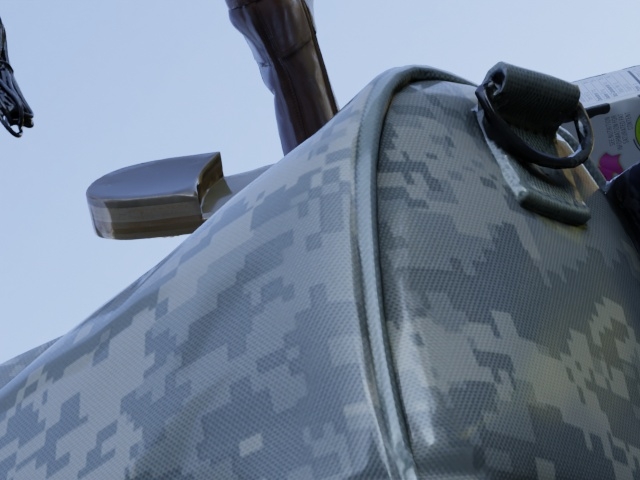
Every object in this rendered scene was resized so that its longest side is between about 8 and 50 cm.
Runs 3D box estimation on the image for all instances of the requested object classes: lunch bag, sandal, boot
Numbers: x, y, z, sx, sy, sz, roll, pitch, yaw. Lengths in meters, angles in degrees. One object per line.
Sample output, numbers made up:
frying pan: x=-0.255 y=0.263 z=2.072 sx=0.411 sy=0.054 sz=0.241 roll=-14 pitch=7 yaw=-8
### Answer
lunch bag: x=-0.025 y=0.119 z=0.541 sx=0.305 sy=0.256 sz=0.212 roll=-32 pitch=-34 yaw=30
sandal: x=0.002 y=-0.003 z=0.972 sx=0.088 sy=0.240 sz=0.079 roll=-58 pitch=-39 yaw=-62
boot: x=-0.004 y=-0.064 z=0.806 sx=0.037 sy=0.114 sz=0.106 roll=-20 pitch=10 yaw=20

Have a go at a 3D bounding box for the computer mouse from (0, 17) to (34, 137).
computer mouse: x=-0.358 y=-0.206 z=1.688 sx=0.262 sy=0.184 sz=0.060 roll=28 pitch=-65 yaw=-41

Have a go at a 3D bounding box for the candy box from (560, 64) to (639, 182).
candy box: x=0.232 y=-0.035 z=1.261 sx=0.233 sy=0.071 sz=0.159 roll=-14 pitch=-71 yaw=0
